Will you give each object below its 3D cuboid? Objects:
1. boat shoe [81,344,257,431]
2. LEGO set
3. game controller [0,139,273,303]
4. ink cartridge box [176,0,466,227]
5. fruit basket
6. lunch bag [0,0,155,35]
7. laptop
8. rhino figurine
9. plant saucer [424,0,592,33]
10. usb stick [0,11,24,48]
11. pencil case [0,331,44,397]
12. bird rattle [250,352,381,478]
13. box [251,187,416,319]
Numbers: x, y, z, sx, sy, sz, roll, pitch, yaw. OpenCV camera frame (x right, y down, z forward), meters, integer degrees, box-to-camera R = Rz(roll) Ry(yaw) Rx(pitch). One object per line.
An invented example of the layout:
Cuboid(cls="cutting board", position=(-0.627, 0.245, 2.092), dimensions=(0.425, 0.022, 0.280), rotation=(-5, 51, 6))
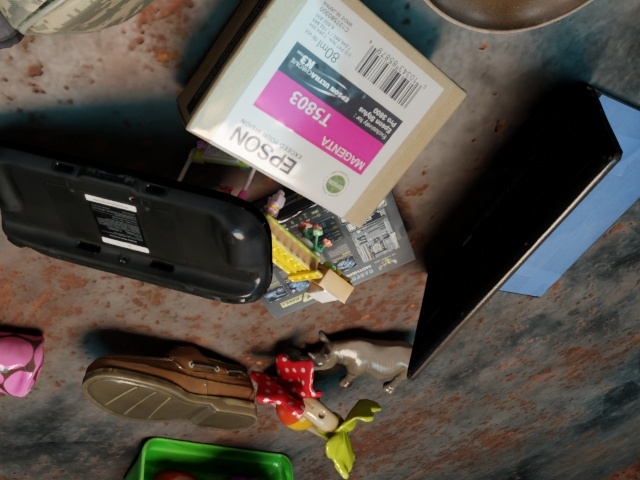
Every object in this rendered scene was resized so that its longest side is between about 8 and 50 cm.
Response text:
Cuboid(cls="boat shoe", position=(-0.234, 0.225, 0.929), dimensions=(0.111, 0.104, 0.307), rotation=(-32, 138, 26))
Cuboid(cls="LEGO set", position=(-0.077, -0.032, 0.685), dimensions=(0.287, 0.107, 0.132), rotation=(20, 150, -5))
Cuboid(cls="game controller", position=(-0.206, -0.016, 0.627), dimensions=(0.319, 0.067, 0.166), rotation=(14, 135, 6))
Cuboid(cls="ink cartridge box", position=(0.003, -0.148, 0.608), dimensions=(0.235, 0.088, 0.193), rotation=(27, 108, -32))
Cuboid(cls="fruit basket", position=(-0.175, 0.535, 1.122), dimensions=(0.392, 0.282, 0.392), rotation=(-4, 147, -2))
Cuboid(cls="lunch bag", position=(-0.121, -0.311, 0.347), dimensions=(0.305, 0.212, 0.256), rotation=(-30, 110, 12))
Cuboid(cls="laptop", position=(0.345, 0.009, 0.828), dimensions=(0.236, 0.408, 0.382), rotation=(31, 123, -1))
Cuboid(cls="rhino figurine", position=(0.069, 0.213, 1.042), dimensions=(0.243, 0.073, 0.106), rotation=(10, 135, -19))
Cuboid(cls="plant saucer", position=(0.206, -0.351, 0.540), dimensions=(0.311, 0.050, 0.310), rotation=(-11, 137, -10))
Cuboid(cls="usb stick", position=(-0.318, -0.247, 0.413), dimensions=(0.077, 0.045, 0.278), rotation=(-8, 152, 7))
Cuboid(cls="pencil case", position=(-0.490, 0.167, 0.784), dimensions=(0.209, 0.095, 0.098), rotation=(11, 94, -26))
Cuboid(cls="bird rattle", position=(-0.034, 0.299, 1.021), dimensions=(0.254, 0.143, 0.207), rotation=(34, 157, -21))
Cuboid(cls="box", position=(0.000, 0.000, 0.811), dimensions=(0.233, 0.059, 0.183), rotation=(-24, 134, 5))
